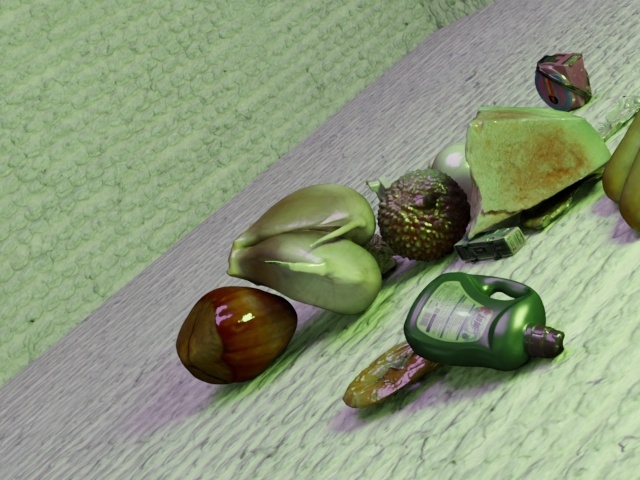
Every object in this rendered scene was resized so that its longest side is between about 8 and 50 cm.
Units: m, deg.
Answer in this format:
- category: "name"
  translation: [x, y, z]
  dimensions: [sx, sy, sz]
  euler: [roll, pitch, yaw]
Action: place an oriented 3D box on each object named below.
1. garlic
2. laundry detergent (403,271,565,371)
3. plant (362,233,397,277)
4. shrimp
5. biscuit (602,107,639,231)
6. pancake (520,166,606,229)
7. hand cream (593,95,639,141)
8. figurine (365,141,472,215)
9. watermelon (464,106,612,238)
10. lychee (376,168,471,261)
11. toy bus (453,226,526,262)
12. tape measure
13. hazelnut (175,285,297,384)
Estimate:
- category: "garlic"
  translation: [0.000, 0.000, 1.968]
  dimensions: [0.340, 0.245, 0.232]
  euler: [170, 120, -74]
- category: "laundry detergent"
  translation: [0.222, 0.104, 1.453]
  dimensions: [0.221, 0.078, 0.144]
  euler: [5, 46, 44]
- category: "plant"
  translation: [0.097, 0.039, 2.127]
  dimensions: [0.116, 0.105, 0.122]
  euler: [13, -2, 23]
- category: "shrimp"
  translation: [0.126, 0.172, 1.565]
  dimensions: [0.217, 0.051, 0.115]
  euler: [-31, 19, 7]
- category: "biscuit"
  translation: [0.495, -0.163, 1.604]
  dimensions: [0.291, 0.062, 0.237]
  euler: [-63, 5, 19]
- category: "pancake"
  translation: [0.403, -0.074, 1.854]
  dimensions: [0.184, 0.020, 0.190]
  euler: [-23, 16, 38]
- category: "hand cream"
  translation: [0.484, -0.194, 2.044]
  dimensions: [0.257, 0.050, 0.084]
  euler: [-31, 13, -17]
- category: "figurine"
  translation: [0.229, -0.107, 2.145]
  dimensions: [0.256, 0.145, 0.182]
  euler: [-30, 10, 2]
- category: "watermelon"
  translation: [0.329, -0.118, 1.879]
  dimensions: [0.231, 0.193, 0.310]
  euler: [-12, 15, -23]
- category: "lychee"
  translation: [0.179, -0.045, 1.973]
  dimensions: [0.165, 0.165, 0.197]
  euler: [-36, -19, -9]
- category: "toy bus"
  translation: [0.273, 0.006, 1.843]
  dimensions: [0.052, 0.037, 0.130]
  euler: [-38, 14, -28]
- category: "tape measure"
  translation: [0.501, -0.325, 2.336]
  dimensions: [0.074, 0.118, 0.125]
  euler: [-36, 30, -20]
- category: "hazelnut"
  translation: [-0.143, 0.167, 2.018]
  dimensions: [0.212, 0.180, 0.181]
  euler: [-19, 50, 56]
